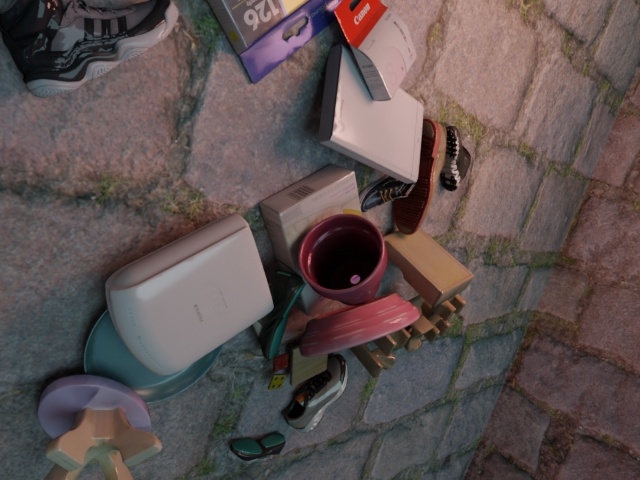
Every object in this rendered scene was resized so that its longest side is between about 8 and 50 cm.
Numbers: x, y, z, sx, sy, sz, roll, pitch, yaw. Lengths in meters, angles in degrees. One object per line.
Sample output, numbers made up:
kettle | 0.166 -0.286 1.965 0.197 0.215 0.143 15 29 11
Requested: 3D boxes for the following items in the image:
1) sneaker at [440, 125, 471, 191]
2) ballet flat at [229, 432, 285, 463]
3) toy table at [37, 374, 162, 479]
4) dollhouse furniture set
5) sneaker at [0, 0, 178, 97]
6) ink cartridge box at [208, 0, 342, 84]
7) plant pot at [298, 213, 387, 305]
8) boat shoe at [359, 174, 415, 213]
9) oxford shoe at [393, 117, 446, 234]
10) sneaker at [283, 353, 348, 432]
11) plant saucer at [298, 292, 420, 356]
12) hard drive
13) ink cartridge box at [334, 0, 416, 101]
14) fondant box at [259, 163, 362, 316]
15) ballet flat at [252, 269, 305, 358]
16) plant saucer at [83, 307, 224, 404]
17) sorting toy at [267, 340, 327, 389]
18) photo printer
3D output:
sneaker | 0.435 -0.277 1.429 0.106 0.078 0.234 -41 136 -24
ballet flat | -0.189 0.626 1.317 0.203 0.074 0.074 13 101 -47
toy table | -0.441 0.406 0.882 0.252 0.160 0.274 -35 131 1
dollhouse furniture set | 0.280 0.186 1.465 0.363 0.256 0.393 -19 143 -34
sneaker | -0.354 -0.342 0.669 0.269 0.101 0.153 -40 134 -17
ink cartridge box | -0.080 -0.518 0.856 0.303 0.072 0.307 -46 131 -16
plant pot | 0.067 0.066 1.062 0.201 0.201 0.180 -48 149 -13
boat shoe | 0.186 -0.134 1.267 0.183 0.083 0.065 -41 132 -19
oxford shoe | 0.318 -0.184 1.338 0.130 0.123 0.347 -7 116 -46
sneaker | -0.010 0.473 1.382 0.108 0.100 0.271 40 82 -40
plant saucer | 0.094 0.216 1.181 0.333 0.332 0.084 -14 82 -37
hard drive | 0.144 -0.303 1.124 0.353 0.047 0.232 14 79 -44
ink cartridge box | 0.139 -0.476 1.034 0.189 0.066 0.232 -60 139 -28
fondant box | 0.000 0.000 1.160 0.238 0.096 0.330 -33 130 -26
ballet flat | -0.120 0.182 1.130 0.095 0.096 0.280 -47 163 -59
plant saucer | -0.356 0.218 0.985 0.318 0.044 0.317 -19 121 -35
sorting toy | -0.049 0.349 1.320 0.275 0.046 0.132 -15 120 -37
photo printer | -0.262 0.117 0.913 0.308 0.107 0.255 -31 128 -28
